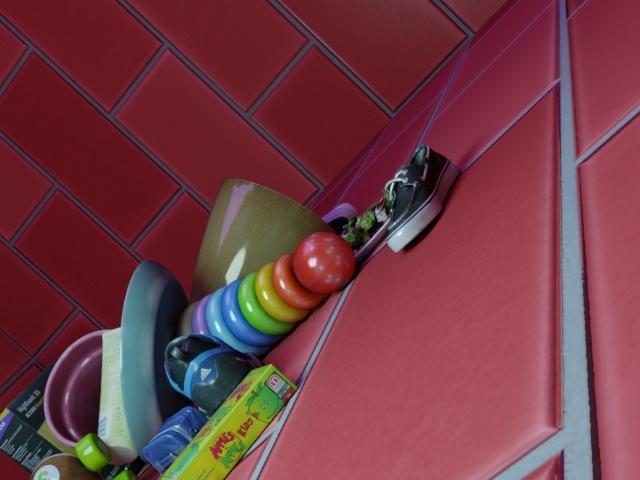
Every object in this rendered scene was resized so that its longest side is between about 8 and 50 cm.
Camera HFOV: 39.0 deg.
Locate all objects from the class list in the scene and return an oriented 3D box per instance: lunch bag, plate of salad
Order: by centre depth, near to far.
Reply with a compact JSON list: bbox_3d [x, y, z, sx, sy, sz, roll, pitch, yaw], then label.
[{"bbox_3d":[-0.177,0.263,1.151,0.098,0.067,0.065,-40,9,45],"label":"lunch bag"},{"bbox_3d":[0.060,-0.012,1.405,0.200,0.048,0.200,-47,5,5],"label":"plate of salad"}]

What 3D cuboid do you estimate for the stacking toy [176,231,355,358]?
[{"bbox_3d":[-0.074,0.086,1.360,0.330,0.141,0.141,-38,9,36],"label":"stacking toy"}]

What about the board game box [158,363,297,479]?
[{"bbox_3d":[-0.109,0.224,1.022,0.181,0.043,0.092,-49,5,-21],"label":"board game box"}]

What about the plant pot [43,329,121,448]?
[{"bbox_3d":[-0.335,0.276,1.537,0.201,0.201,0.180,-48,-35,-5],"label":"plant pot"}]

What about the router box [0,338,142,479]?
[{"bbox_3d":[-0.426,0.335,1.644,0.081,0.243,0.309,-50,5,17],"label":"router box"}]

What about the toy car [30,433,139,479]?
[{"bbox_3d":[-0.334,0.382,1.222,0.155,0.149,0.188,-38,17,-1],"label":"toy car"}]

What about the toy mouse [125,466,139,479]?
[{"bbox_3d":[-0.326,0.411,1.441,0.161,0.031,0.143,-45,6,19],"label":"toy mouse"}]

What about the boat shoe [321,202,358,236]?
[{"bbox_3d":[0.000,0.000,1.768,0.184,0.066,0.063,-34,9,25],"label":"boat shoe"}]

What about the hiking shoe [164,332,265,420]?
[{"bbox_3d":[-0.148,0.172,1.232,0.113,0.132,0.304,-49,5,-14],"label":"hiking shoe"}]

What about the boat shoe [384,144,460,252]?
[{"bbox_3d":[0.117,-0.058,1.166,0.078,0.070,0.219,-44,6,33],"label":"boat shoe"}]

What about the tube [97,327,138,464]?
[{"bbox_3d":[-0.307,0.228,1.407,0.062,0.070,0.240,116,155,-44],"label":"tube"}]

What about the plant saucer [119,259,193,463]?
[{"bbox_3d":[-0.245,0.188,1.421,0.044,0.317,0.317,-4,12,5],"label":"plant saucer"}]

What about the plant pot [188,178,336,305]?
[{"bbox_3d":[-0.129,0.057,1.617,0.254,0.237,0.237,-63,10,-16],"label":"plant pot"}]
